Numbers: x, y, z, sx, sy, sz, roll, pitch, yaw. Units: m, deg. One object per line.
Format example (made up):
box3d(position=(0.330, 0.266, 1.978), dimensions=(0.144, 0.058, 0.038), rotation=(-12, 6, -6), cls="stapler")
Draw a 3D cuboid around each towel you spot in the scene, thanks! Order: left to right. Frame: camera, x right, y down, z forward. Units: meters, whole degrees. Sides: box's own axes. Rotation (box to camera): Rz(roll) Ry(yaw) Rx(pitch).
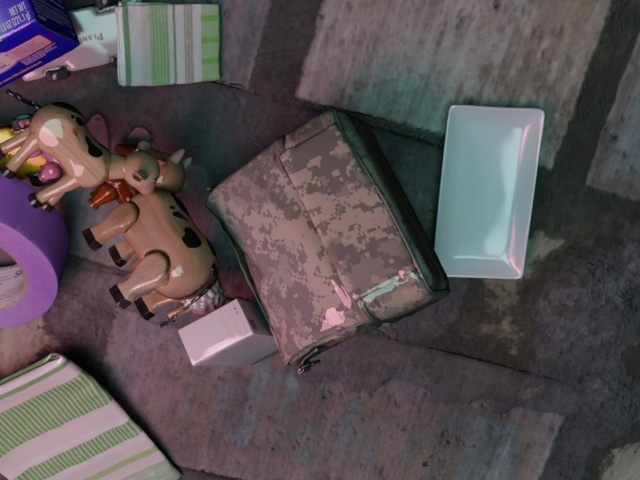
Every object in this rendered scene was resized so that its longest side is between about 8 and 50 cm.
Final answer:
box3d(position=(-0.423, 0.342, 1.346), dimensions=(0.248, 0.038, 0.325), rotation=(-28, 118, 7), cls="towel")
box3d(position=(-0.211, -0.274, 1.138), dimensions=(0.152, 0.023, 0.113), rotation=(-11, 115, -33), cls="towel")

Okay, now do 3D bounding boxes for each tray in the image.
box3d(position=(0.252, -0.072, 1.246), dimensions=(0.145, 0.030, 0.270), rotation=(3, 109, -1), cls="tray")

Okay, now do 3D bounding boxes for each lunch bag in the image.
box3d(position=(0.000, 0.000, 1.138), dimensions=(0.256, 0.212, 0.305), rotation=(-29, 79, 13), cls="lunch bag")

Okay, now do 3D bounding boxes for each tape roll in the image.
box3d(position=(-0.508, 0.013, 1.170), dimensions=(0.275, 0.090, 0.274), rotation=(-1, 138, 0), cls="tape roll")

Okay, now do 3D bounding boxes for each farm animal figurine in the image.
box3d(position=(-0.240, -0.049, 1.087), dimensions=(0.172, 0.330, 0.326), rotation=(-35, 81, 4), cls="farm animal figurine")

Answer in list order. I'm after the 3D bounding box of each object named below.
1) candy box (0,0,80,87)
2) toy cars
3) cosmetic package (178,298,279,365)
box3d(position=(-0.500, -0.343, 1.040), dimensions=(0.268, 0.122, 0.317), rotation=(-25, 83, 8), cls="candy box")
box3d(position=(-0.397, -0.209, 1.163), dimensions=(0.176, 0.087, 0.393), rotation=(35, 102, -24), cls="toy cars")
box3d(position=(-0.113, 0.139, 1.209), dimensions=(0.099, 0.239, 0.060), rotation=(-30, 76, 8), cls="cosmetic package")
